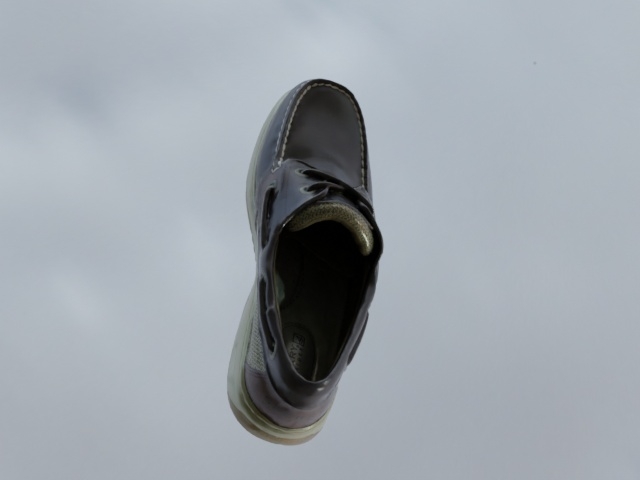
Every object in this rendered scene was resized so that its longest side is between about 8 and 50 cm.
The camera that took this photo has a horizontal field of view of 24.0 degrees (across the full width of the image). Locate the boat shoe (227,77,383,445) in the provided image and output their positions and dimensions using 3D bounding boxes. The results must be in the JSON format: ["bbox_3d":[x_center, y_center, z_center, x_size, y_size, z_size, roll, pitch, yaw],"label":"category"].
[{"bbox_3d":[0.000,0.000,1.054,0.103,0.092,0.285,21,-122,-18],"label":"boat shoe"}]
